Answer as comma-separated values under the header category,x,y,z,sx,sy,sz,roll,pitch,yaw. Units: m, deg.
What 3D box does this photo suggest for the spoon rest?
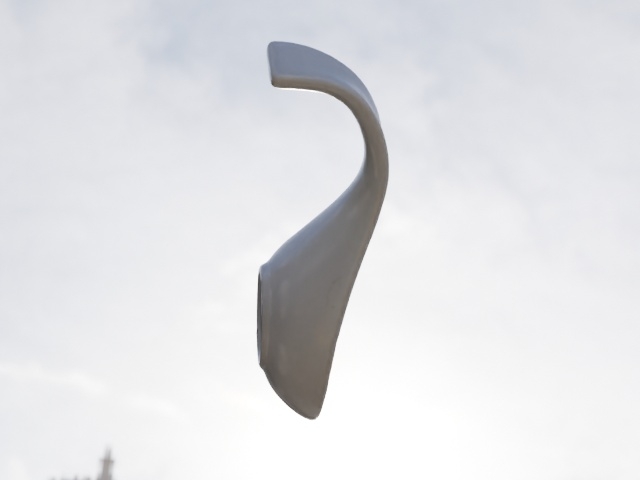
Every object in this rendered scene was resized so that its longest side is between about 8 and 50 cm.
category,x,y,z,sx,sy,sz,roll,pitch,yaw
spoon rest,0.000,0.000,1.076,0.084,0.137,0.276,-1,-57,-5
